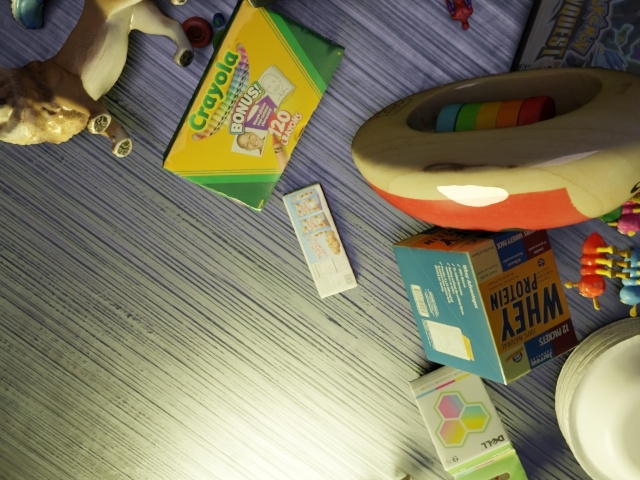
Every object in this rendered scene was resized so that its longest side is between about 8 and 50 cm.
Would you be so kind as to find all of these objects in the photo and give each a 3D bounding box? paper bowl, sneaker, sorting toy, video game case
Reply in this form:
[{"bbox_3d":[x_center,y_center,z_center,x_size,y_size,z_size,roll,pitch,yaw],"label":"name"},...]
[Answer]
[{"bbox_3d":[0.523,0.271,1.253,0.285,0.148,0.284,1,101,3],"label":"paper bowl"},{"bbox_3d":[-0.414,-0.375,1.193,0.073,0.063,0.162,14,140,-12],"label":"sneaker"},{"bbox_3d":[-0.161,-0.317,1.230,0.102,0.042,0.061,16,118,-12],"label":"sorting toy"},{"bbox_3d":[0.428,-0.323,1.131,0.249,0.035,0.274,13,129,1],"label":"video game case"}]

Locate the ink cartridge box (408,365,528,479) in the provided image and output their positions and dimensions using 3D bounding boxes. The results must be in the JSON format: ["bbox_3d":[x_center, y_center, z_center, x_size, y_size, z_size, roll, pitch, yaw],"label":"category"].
[{"bbox_3d":[0.230,0.298,1.262,0.109,0.062,0.209,-26,60,8],"label":"ink cartridge box"}]

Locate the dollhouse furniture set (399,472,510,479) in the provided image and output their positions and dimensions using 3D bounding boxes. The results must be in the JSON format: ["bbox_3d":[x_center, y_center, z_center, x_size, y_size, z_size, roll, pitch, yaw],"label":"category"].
[{"bbox_3d":[0.228,0.492,1.349,0.262,0.135,0.259,44,112,-6],"label":"dollhouse furniture set"}]

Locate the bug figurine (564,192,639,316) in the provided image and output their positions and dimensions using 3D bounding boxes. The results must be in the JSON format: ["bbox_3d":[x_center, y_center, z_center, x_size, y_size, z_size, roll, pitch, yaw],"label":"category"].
[{"bbox_3d":[0.440,-0.001,1.185,0.072,0.279,0.216,6,86,37],"label":"bug figurine"}]

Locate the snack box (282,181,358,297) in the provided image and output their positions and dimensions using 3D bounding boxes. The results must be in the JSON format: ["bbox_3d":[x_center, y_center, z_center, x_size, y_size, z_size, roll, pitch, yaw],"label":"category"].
[{"bbox_3d":[0.000,0.000,1.292,0.064,0.022,0.178,-19,100,8],"label":"snack box"}]

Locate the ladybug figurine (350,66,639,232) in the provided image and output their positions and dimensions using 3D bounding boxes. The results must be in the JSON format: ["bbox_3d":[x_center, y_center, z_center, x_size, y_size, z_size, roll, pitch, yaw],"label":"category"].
[{"bbox_3d":[0.247,-0.117,1.102,0.450,0.305,0.161,3,124,37],"label":"ladybug figurine"}]

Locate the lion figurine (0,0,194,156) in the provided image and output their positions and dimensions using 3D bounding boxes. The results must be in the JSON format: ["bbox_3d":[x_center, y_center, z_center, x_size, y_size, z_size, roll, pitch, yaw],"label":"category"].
[{"bbox_3d":[-0.336,-0.285,1.204,0.240,0.142,0.392,37,87,26],"label":"lion figurine"}]

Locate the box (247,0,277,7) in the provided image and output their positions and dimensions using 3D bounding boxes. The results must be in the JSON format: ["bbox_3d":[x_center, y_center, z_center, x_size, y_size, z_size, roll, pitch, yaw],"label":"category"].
[{"bbox_3d":[0.052,-0.589,0.943,0.480,0.297,0.471,-20,101,1],"label":"box"}]

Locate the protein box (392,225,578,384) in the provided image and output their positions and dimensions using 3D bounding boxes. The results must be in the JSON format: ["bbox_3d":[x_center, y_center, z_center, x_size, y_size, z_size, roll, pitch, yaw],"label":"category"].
[{"bbox_3d":[0.236,0.078,1.182,0.136,0.201,0.199,-23,101,-22],"label":"protein box"}]

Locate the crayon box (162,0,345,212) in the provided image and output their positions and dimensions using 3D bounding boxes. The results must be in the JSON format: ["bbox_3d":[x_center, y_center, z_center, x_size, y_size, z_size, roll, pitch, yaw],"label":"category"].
[{"bbox_3d":[-0.104,-0.203,1.207,0.165,0.081,0.278,24,103,-17],"label":"crayon box"}]

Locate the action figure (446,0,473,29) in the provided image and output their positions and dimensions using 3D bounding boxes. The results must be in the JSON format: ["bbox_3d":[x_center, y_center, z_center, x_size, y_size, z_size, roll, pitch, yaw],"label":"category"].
[{"bbox_3d":[0.202,-0.369,1.197,0.038,0.030,0.115,-15,106,12],"label":"action figure"}]
